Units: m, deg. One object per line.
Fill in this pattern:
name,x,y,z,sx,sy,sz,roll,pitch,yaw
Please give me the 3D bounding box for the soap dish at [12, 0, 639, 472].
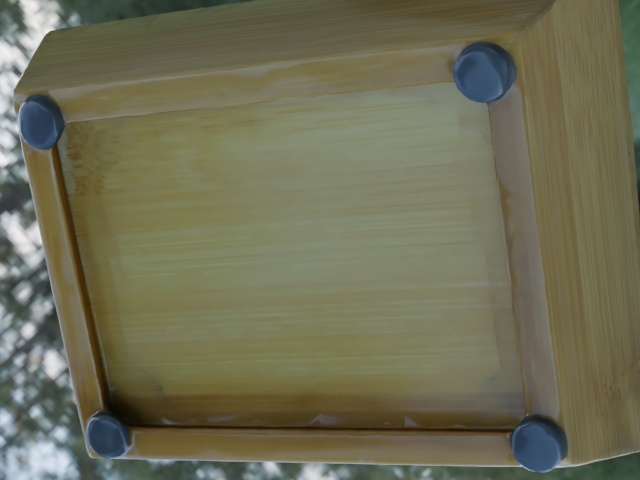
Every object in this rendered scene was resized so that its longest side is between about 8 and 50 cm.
soap dish,0.000,0.000,0.593,0.118,0.291,0.229,-36,-60,-64
